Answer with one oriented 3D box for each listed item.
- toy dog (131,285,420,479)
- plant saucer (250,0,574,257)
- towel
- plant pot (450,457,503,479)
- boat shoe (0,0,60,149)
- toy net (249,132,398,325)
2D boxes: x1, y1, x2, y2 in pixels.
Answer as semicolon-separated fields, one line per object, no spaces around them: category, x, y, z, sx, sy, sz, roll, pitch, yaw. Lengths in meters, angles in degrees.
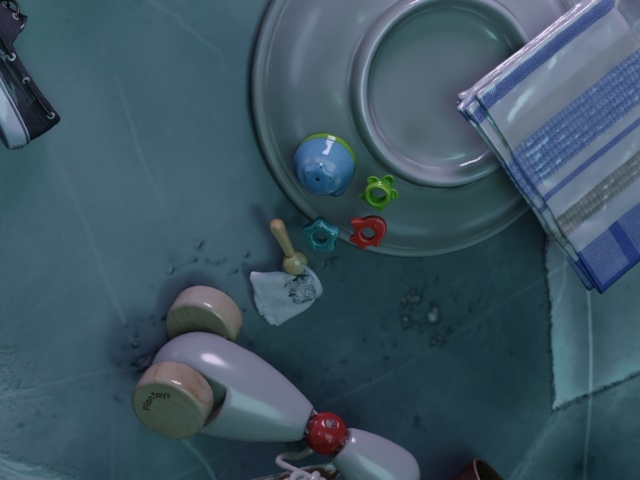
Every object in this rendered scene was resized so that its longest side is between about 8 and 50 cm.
toy dog;-0.072;0.210;1.517;0.333;0.161;0.220;46;44;9
plant saucer;0.126;-0.170;1.537;0.400;0.100;0.400;-3;102;-15
towel;0.300;-0.105;1.528;0.209;0.034;0.285;-39;109;-5
plant pot;0.149;0.406;1.617;0.230;0.215;0.215;-36;109;9
boat shoe;-0.328;-0.205;1.410;0.076;0.080;0.228;-27;108;-16
toy net;0.000;0.000;1.526;0.122;0.045;0.232;22;122;-1
